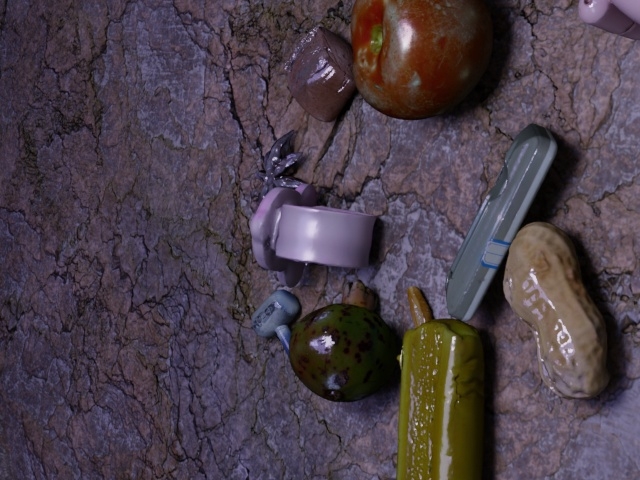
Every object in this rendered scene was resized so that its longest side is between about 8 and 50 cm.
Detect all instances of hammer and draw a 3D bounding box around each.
[{"bbox_3d":[-0.066,0.202,2.211,0.116,0.069,0.194,-46,61,35],"label":"hammer"}]

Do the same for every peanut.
[{"bbox_3d":[0.363,0.107,1.663,0.130,0.130,0.290,-40,57,39],"label":"peanut"}]

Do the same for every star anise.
[{"bbox_3d":[-0.089,-0.122,2.275,0.180,0.061,0.204,53,123,39],"label":"star anise"}]

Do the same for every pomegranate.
[{"bbox_3d":[0.049,0.182,1.984,0.202,0.202,0.248,-31,36,43],"label":"pomegranate"}]

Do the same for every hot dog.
[{"bbox_3d":[0.185,0.146,1.942,0.044,0.028,0.137,115,147,-60],"label":"hot dog"}]

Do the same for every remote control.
[{"bbox_3d":[0.289,-0.031,1.778,0.128,0.065,0.335,-72,5,-71],"label":"remote control"}]

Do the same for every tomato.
[{"bbox_3d":[0.181,-0.342,1.869,0.270,0.222,0.270,177,90,-69],"label":"tomato"}]

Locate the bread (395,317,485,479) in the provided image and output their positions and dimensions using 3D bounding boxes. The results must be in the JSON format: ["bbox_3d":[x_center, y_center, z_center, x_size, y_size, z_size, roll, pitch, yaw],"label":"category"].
[{"bbox_3d":[0.209,0.324,1.825,0.166,0.112,0.384,-4,81,53],"label":"bread"}]

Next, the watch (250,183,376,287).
[{"bbox_3d":[0.000,0.000,2.076,0.217,0.248,0.211,10,92,24],"label":"watch"}]

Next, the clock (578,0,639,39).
[{"bbox_3d":[0.548,-0.425,1.494,0.326,0.184,0.342,15,101,45],"label":"clock"}]

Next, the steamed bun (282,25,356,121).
[{"bbox_3d":[0.001,-0.339,2.165,0.145,0.106,0.175,-53,46,31],"label":"steamed bun"}]
